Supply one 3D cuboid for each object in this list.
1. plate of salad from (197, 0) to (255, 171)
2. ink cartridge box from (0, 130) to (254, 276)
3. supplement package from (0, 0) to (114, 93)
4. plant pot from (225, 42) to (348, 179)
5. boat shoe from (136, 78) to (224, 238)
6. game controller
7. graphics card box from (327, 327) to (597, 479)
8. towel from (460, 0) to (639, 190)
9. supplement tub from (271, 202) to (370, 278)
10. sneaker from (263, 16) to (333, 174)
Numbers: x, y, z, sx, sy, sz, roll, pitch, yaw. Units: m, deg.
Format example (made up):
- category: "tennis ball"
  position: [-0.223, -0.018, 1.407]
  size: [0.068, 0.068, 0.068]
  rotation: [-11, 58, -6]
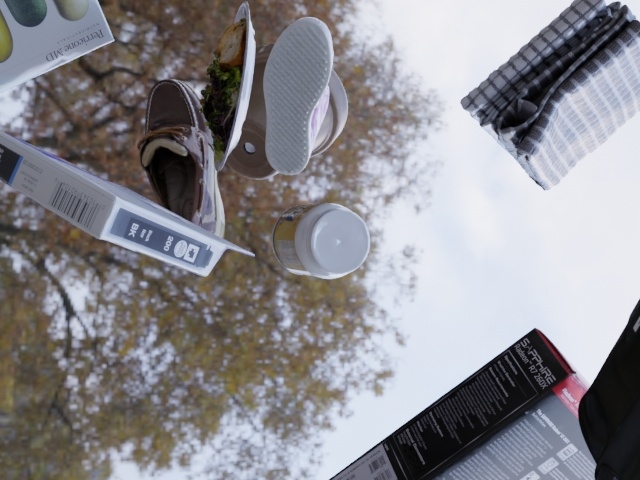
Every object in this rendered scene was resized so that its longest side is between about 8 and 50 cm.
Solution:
- category: "plate of salad"
  position: [-0.114, -0.180, 1.110]
  size: [0.200, 0.048, 0.200]
  rotation: [-172, -90, -76]
- category: "ink cartridge box"
  position: [-0.197, -0.030, 0.911]
  size: [0.206, 0.208, 0.045]
  rotation: [26, -90, 34]
- category: "supplement package"
  position: [-0.424, -0.341, 1.190]
  size: [0.198, 0.199, 0.263]
  rotation: [29, -35, 55]
- category: "plant pot"
  position: [-0.105, -0.248, 1.984]
  size: [0.263, 0.263, 0.229]
  rotation: [-46, -173, 43]
- category: "boat shoe"
  position: [-0.242, -0.143, 1.600]
  size: [0.123, 0.123, 0.342]
  rotation: [-15, -115, 11]
- category: "game controller"
  position: [0.330, 0.095, 0.867]
  size: [0.166, 0.067, 0.319]
  rotation: [-79, -171, -63]
- category: "graphics card box"
  position: [0.185, 0.292, 1.167]
  size: [0.371, 0.233, 0.094]
  rotation: [-40, -139, 9]
- category: "towel"
  position: [0.344, -0.193, 1.302]
  size: [0.235, 0.283, 0.121]
  rotation: [-41, -111, 12]
- category: "supplement tub"
  position: [0.000, 0.000, 1.858]
  size: [0.199, 0.144, 0.144]
  rotation: [-177, -88, -67]
- category: "sneaker"
  position: [-0.029, -0.262, 1.549]
  size: [0.161, 0.102, 0.282]
  rotation: [-67, 175, -46]
